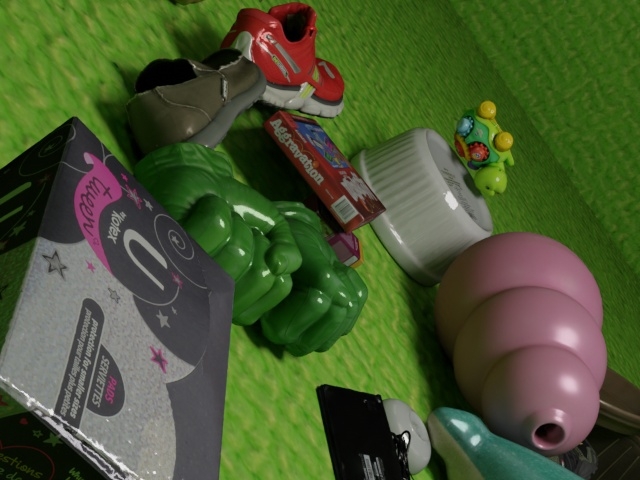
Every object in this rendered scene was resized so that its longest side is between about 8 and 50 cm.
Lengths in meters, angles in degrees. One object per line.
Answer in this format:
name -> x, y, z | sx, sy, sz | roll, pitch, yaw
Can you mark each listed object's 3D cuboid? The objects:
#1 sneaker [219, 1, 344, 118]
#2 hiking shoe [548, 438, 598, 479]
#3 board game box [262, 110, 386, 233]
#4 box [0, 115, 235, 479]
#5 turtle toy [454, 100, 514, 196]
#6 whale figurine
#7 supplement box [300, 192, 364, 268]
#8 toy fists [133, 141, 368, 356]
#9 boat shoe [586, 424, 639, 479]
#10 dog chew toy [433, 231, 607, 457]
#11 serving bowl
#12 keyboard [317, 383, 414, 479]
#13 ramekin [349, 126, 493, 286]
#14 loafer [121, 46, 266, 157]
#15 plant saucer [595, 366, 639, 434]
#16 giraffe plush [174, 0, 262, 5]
sneaker -> -0.028, -0.209, 1.456 | 0.107, 0.118, 0.279 | 24, 11, 16
hiking shoe -> 0.282, 0.262, 1.595 | 0.114, 0.086, 0.227 | 60, 19, -3
board game box -> 0.011, -0.078, 1.440 | 0.145, 0.027, 0.281 | 53, 8, 1
box -> -0.152, 0.073, 0.718 | 0.163, 0.142, 0.247 | 49, 21, -27
turtle toy -> 0.222, -0.123, 1.736 | 0.095, 0.066, 0.130 | 82, -17, -76
whale figurine -> 0.223, 0.272, 1.332 | 0.272, 0.141, 0.216 | 54, 5, 18
supplement box -> 0.000, 0.000, 1.350 | 0.083, 0.055, 0.043 | 49, 19, -27
toy fists -> -0.051, 0.016, 1.135 | 0.279, 0.096, 0.142 | 32, 33, -55
boat shoe -> 0.425, 0.319, 1.861 | 0.307, 0.111, 0.104 | 42, 9, -39
dog chew toy -> 0.242, 0.130, 1.506 | 0.206, 0.206, 0.332 | 50, 18, -22
serving bowl -> 0.089, 0.196, 1.308 | 0.083, 0.027, 0.083 | 48, 22, -27
keyboard -> 0.047, 0.223, 1.176 | 0.100, 0.038, 0.192 | 17, 40, -29
ramekin -> 0.140, -0.053, 1.699 | 0.207, 0.109, 0.207 | 49, 20, -25
loafer -> -0.119, -0.143, 1.212 | 0.087, 0.094, 0.251 | 57, 18, -16
plant saucer -> 0.350, 0.190, 1.783 | 0.278, 0.041, 0.278 | 27, 12, -6
giraffe plush -> -0.153, -0.351, 1.361 | 0.170, 0.181, 0.210 | 21, 22, -43
